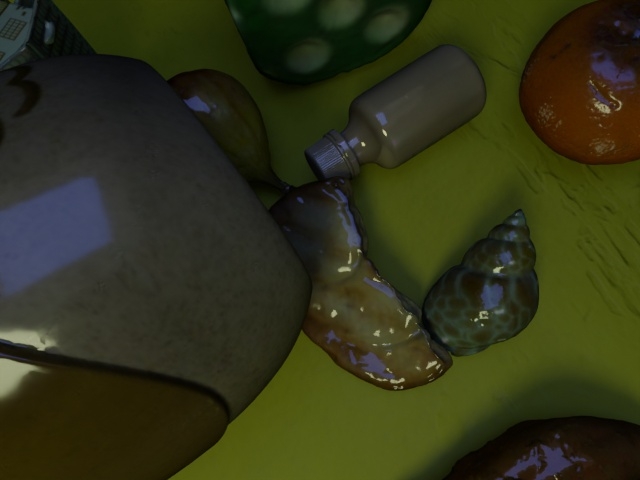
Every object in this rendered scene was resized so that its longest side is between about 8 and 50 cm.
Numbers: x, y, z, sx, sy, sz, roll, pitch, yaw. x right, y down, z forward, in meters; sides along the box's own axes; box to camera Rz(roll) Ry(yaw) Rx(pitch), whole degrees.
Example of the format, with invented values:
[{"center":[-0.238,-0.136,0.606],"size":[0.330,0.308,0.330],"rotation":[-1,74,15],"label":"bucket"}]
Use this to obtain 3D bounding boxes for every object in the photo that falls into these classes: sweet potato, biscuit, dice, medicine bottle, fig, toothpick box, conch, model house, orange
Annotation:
[{"center":[0.213,0.256,0.513],"size":[0.355,0.106,0.095],"rotation":[-21,36,-2],"label":"sweet potato"},{"center":[0.029,0.062,0.612],"size":[0.154,0.045,0.299],"rotation":[-33,78,19],"label":"biscuit"},{"center":[-0.022,-0.430,0.675],"size":[0.287,0.300,0.297],"rotation":[-23,70,1],"label":"dice"},{"center":[0.098,-0.162,0.664],"size":[0.252,0.114,0.114],"rotation":[-34,70,-5],"label":"medicine bottle"},{"center":[-0.113,-0.132,0.681],"size":[0.257,0.159,0.159],"rotation":[35,78,-4],"label":"fig"},{"center":[-0.257,0.067,0.482],"size":[0.425,0.409,0.409],"rotation":[-37,71,-8],"label":"toothpick box"},{"center":[0.200,0.066,0.581],"size":[0.173,0.106,0.116],"rotation":[-31,51,10],"label":"conch"},{"center":[-0.430,-0.233,0.694],"size":[0.216,0.224,0.198],"rotation":[18,73,13],"label":"model house"},{"center":[0.378,-0.206,0.616],"size":[0.224,0.170,0.223],"rotation":[-3,69,7],"label":"orange"}]
